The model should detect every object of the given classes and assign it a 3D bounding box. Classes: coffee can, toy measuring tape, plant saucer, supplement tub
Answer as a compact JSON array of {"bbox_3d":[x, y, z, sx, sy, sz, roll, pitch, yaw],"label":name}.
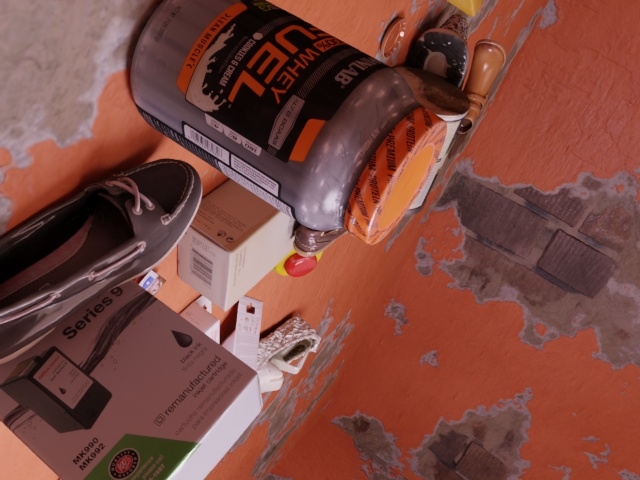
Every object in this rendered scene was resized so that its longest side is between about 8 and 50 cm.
[{"bbox_3d":[0.191,-0.221,1.392,0.201,0.202,0.275,-40,157,-46],"label":"coffee can"},{"bbox_3d":[0.000,0.000,1.292,0.330,0.121,0.121,-18,149,-18],"label":"toy measuring tape"},{"bbox_3d":[0.145,-0.409,1.237,0.083,0.013,0.083,-50,164,-21],"label":"plant saucer"},{"bbox_3d":[-0.034,-0.140,0.681,0.193,0.316,0.193,-51,163,-22],"label":"supplement tub"}]

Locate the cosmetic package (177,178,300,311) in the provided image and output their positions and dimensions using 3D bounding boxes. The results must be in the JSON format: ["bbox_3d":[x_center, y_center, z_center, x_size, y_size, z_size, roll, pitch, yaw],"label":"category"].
[{"bbox_3d":[-0.099,-0.042,1.057,0.309,0.113,0.160,-43,159,-37],"label":"cosmetic package"}]

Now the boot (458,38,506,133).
[{"bbox_3d":[0.348,-0.336,1.361,0.152,0.073,0.197,-65,164,-14],"label":"boot"}]

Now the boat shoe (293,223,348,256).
[{"bbox_3d":[0.033,-0.049,1.088,0.207,0.073,0.073,-44,162,-38],"label":"boat shoe"}]

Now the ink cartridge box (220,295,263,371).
[{"bbox_3d":[-0.188,0.242,1.398,0.181,0.056,0.224,46,46,-74],"label":"ink cartridge box"}]

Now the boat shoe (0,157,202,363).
[{"bbox_3d":[-0.258,0.003,0.677,0.335,0.112,0.095,-44,165,-27],"label":"boat shoe"}]

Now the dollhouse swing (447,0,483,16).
[{"bbox_3d":[0.203,-0.527,0.722,0.346,0.315,0.305,-57,-176,3],"label":"dollhouse swing"}]

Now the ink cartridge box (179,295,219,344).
[{"bbox_3d":[-0.251,0.197,1.147,0.198,0.067,0.115,-45,161,-34],"label":"ink cartridge box"}]

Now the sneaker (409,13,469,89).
[{"bbox_3d":[0.294,-0.376,1.521,0.182,0.158,0.410,-57,169,-32],"label":"sneaker"}]

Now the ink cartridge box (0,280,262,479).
[{"bbox_3d":[-0.246,0.173,0.722,0.211,0.289,0.121,-48,159,-28],"label":"ink cartridge box"}]

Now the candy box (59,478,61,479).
[{"bbox_3d":[-0.476,0.509,1.121,0.186,0.053,0.109,-54,164,-4],"label":"candy box"}]

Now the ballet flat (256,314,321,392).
[{"bbox_3d":[-0.126,0.323,1.645,0.409,0.147,0.146,-33,152,-53],"label":"ballet flat"}]

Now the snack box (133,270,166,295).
[{"bbox_3d":[-0.305,0.118,0.920,0.178,0.022,0.064,-53,162,-11],"label":"snack box"}]
